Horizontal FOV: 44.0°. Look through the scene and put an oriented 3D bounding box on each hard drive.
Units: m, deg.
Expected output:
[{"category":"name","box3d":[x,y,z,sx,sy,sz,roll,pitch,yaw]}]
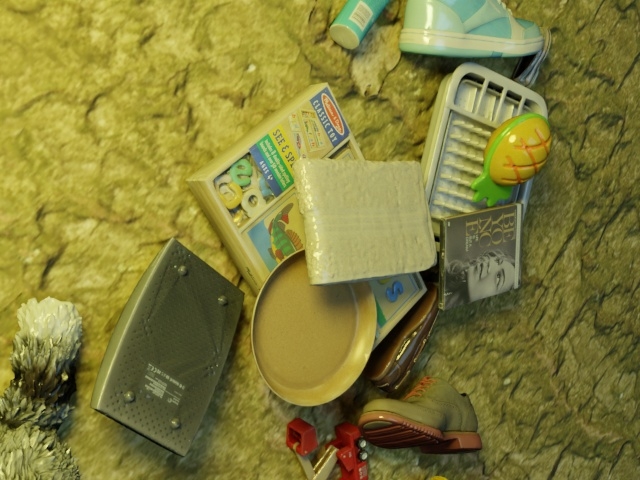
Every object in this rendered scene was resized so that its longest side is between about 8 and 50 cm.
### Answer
[{"category":"hard drive","box3d":[-0.206,0.144,1.076,0.172,0.054,0.254,42,52,-36]}]

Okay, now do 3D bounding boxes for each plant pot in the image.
[{"category":"plant pot","box3d":[-0.012,0.124,1.168,0.236,0.032,0.236,-2,94,-39]}]

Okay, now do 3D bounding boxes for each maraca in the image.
[{"category":"maraca","box3d":[0.332,-0.140,1.384,0.127,0.099,0.185,14,117,-38]}]

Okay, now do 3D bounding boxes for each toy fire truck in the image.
[{"category":"toy fire truck","box3d":[0.017,0.377,1.346,0.135,0.047,0.191,-20,111,-34]}]

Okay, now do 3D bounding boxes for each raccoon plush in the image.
[{"category":"raccoon plush","box3d":[-0.336,0.305,0.885,0.216,0.299,0.445,2,97,-39]}]

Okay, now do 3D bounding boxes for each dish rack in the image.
[{"category":"dish rack","box3d":[0.279,-0.134,1.445,0.286,0.072,0.332,12,91,-40]}]

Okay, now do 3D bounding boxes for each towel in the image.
[{"category":"towel","box3d":[0.071,-0.033,1.198,0.282,0.049,0.187,-3,81,-46]}]

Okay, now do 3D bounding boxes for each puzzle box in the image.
[{"category":"puzzle box","box3d":[0.000,0.000,1.227,0.272,0.052,0.408,-44,118,-30]}]

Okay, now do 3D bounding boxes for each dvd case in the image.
[{"category":"dvd case","box3d":[0.293,0.026,1.430,0.221,0.018,0.164,-11,106,-39]}]

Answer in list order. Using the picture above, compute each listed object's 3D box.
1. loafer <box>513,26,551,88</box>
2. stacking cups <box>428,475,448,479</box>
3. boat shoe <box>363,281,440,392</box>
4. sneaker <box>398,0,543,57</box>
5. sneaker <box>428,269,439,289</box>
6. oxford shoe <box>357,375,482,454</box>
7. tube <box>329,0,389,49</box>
[{"category":"loafer","box3d":[0.407,-0.356,1.525,0.039,0.045,0.125,21,88,-33]},{"category":"stacking cups","box3d":[0.105,0.495,1.425,0.316,0.096,0.095,1,98,-34]},{"category":"boat shoe","box3d":[0.154,0.173,1.405,0.073,0.073,0.207,42,80,-35]},{"category":"sneaker","box3d":[0.274,-0.418,1.348,0.319,0.127,0.208,-10,108,-38]},{"category":"sneaker","box3d":[0.263,0.071,1.476,0.171,0.063,0.074,-16,115,-31]},{"category":"oxford shoe","box3d":[0.174,0.307,1.420,0.348,0.123,0.130,28,53,-51]},{"category":"tube","box3d":[0.085,-0.395,1.256,0.207,0.052,0.080,-59,140,-22]}]
